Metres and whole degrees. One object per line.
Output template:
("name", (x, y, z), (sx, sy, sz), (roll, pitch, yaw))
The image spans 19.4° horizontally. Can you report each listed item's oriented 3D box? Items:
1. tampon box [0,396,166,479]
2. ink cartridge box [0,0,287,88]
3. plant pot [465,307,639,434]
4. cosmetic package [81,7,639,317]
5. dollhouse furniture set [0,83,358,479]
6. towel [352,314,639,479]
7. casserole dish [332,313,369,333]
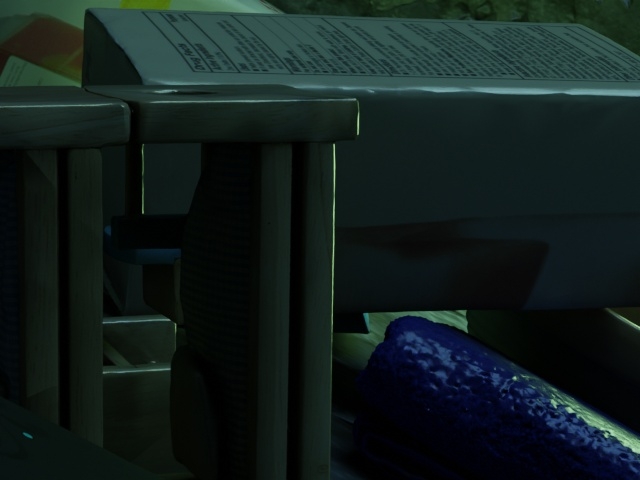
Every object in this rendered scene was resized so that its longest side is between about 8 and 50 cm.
("tampon box", (-0.052, 0.099, 0.329), (0.161, 0.101, 0.120), (28, 8, -11))
("ink cartridge box", (-0.220, -0.156, 1.110), (0.384, 0.160, 0.279), (22, 12, -45))
("plant pot", (0.175, 0.089, 1.154), (0.237, 0.110, 0.237), (30, 9, -5))
("cosmetic package", (0.028, -0.043, 0.997), (0.296, 0.129, 0.153), (1, 21, -17))
("dollhouse furniture set", (-0.082, 0.015, 0.565), (0.129, 0.129, 0.183), (-2, 9, -20))
("towel", (0.164, 0.146, 0.938), (0.308, 0.076, 0.227), (31, 1, 14))
("casserole dish", (0.000, 0.000, 1.181), (0.188, 0.037, 0.114), (-93, 167, -81))
